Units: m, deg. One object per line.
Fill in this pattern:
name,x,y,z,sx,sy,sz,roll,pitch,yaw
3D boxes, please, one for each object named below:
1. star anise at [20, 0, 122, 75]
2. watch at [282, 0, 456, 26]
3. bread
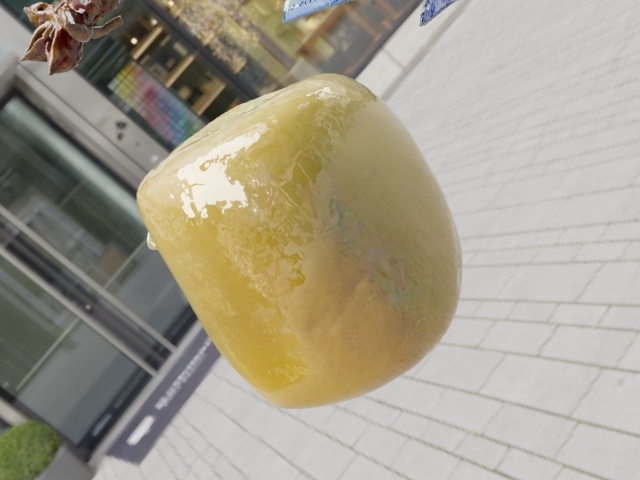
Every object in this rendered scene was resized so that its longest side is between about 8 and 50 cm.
star anise,-0.429,-0.371,1.493,0.213,0.111,0.196,-19,37,14
watch,0.094,-0.416,1.442,0.274,0.277,0.068,-170,78,-77
bread,0.000,0.000,1.086,0.348,0.376,0.253,-32,16,-21
